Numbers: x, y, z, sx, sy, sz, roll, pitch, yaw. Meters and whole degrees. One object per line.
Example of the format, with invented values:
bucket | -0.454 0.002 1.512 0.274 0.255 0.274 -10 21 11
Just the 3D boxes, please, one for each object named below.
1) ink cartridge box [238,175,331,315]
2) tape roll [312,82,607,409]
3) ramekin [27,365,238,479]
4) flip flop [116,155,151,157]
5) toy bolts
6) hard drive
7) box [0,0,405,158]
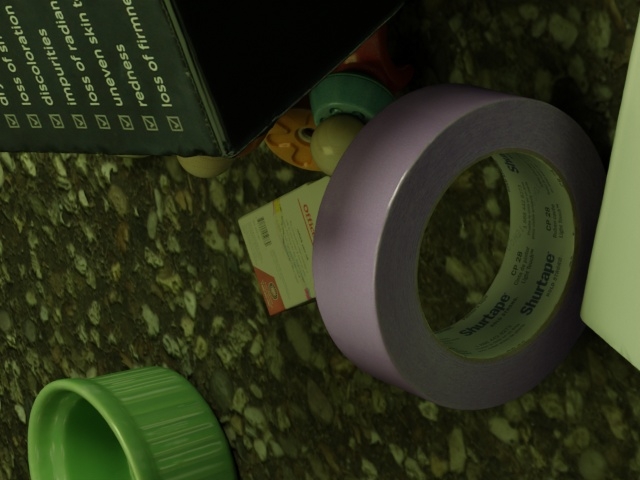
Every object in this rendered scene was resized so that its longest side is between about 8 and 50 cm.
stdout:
ink cartridge box | 0.000 0.000 2.060 0.198 0.067 0.115 -24 83 58
tape roll | 0.127 0.005 1.691 0.090 0.275 0.275 19 118 50
ramekin | -0.231 0.303 2.442 0.303 0.148 0.303 26 123 48
flip flop | -0.200 -0.146 2.278 0.277 0.080 0.112 5 107 54
toy bolts | -0.015 -0.103 1.914 0.228 0.158 0.218 -10 138 33
hard drive | 0.310 -0.048 1.549 0.233 0.047 0.353 -134 46 -55
box | -0.248 -0.341 1.678 0.472 0.297 0.480 3 124 39
